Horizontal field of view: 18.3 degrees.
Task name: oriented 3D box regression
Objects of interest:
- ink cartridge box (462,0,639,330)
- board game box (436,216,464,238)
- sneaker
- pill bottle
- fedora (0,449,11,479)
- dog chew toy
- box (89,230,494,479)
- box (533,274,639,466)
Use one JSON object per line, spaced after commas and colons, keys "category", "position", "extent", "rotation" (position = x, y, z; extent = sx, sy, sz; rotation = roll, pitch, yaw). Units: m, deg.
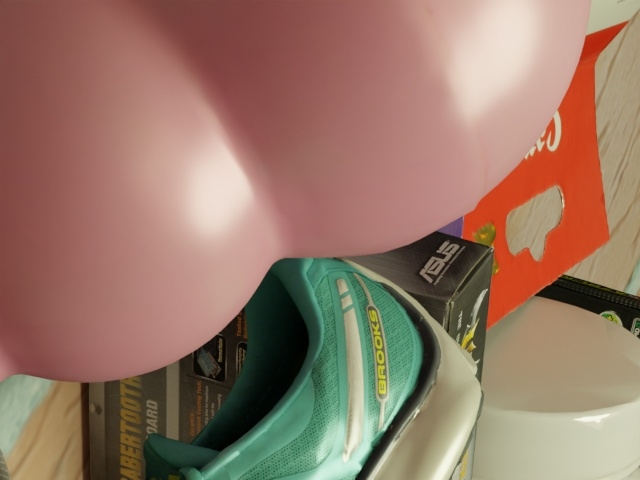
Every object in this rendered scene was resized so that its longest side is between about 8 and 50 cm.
{"category": "ink cartridge box", "position": [0.163, -0.156, 1.203], "extent": [0.308, 0.091, 0.385], "rotation": [-26, 115, -63]}
{"category": "board game box", "position": [0.000, 0.000, 0.999], "extent": [0.141, 0.048, 0.170], "rotation": [-8, 121, -18]}
{"category": "sneaker", "position": [-0.040, 0.128, 0.774], "extent": [0.110, 0.107, 0.275], "rotation": [38, 63, -25]}
{"category": "pill bottle", "position": [0.094, 0.249, 1.249], "extent": [0.229, 0.229, 0.407], "rotation": [-32, 133, -57]}
{"category": "fedora", "position": [-0.154, 0.205, 0.790], "extent": [0.244, 0.124, 0.275], "rotation": [12, 95, -67]}
{"category": "dog chew toy", "position": [-0.075, -0.050, 0.664], "extent": [0.332, 0.206, 0.206], "rotation": [-34, 146, -9]}
{"category": "box", "position": [-0.019, 0.090, 0.941], "extent": [0.056, 0.183, 0.231], "rotation": [-45, 144, -53]}
{"category": "box", "position": [0.171, 0.122, 1.395], "extent": [0.045, 0.184, 0.190], "rotation": [-8, 113, -68]}
